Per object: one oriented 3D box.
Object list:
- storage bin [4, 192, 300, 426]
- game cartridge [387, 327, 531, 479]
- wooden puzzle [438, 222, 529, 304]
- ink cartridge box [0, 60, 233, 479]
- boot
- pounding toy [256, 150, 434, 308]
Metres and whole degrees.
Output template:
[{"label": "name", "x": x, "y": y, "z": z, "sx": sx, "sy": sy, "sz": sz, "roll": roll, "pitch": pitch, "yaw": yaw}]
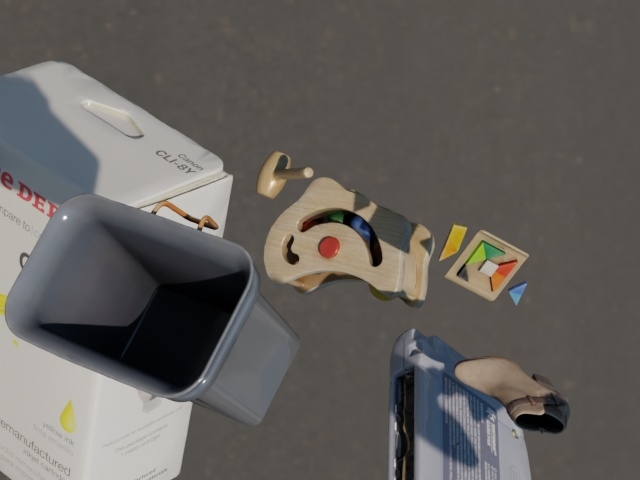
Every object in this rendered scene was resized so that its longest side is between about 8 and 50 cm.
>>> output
[{"label": "storage bin", "x": -0.077, "y": 0.038, "z": 0.853, "sx": 0.098, "sy": 0.135, "sz": 0.091, "roll": -63, "pitch": 147, "yaw": -13}, {"label": "game cartridge", "x": 0.155, "y": 0.256, "z": 1.782, "sx": 0.196, "sy": 0.060, "sz": 0.294, "roll": 33, "pitch": 39, "yaw": -27}, {"label": "wooden puzzle", "x": 0.178, "y": 0.028, "z": 1.765, "sx": 0.116, "sy": 0.014, "sz": 0.078, "roll": 20, "pitch": 118, "yaw": -19}, {"label": "ink cartridge box", "x": -0.264, "y": 0.051, "z": 1.669, "sx": 0.160, "sy": 0.279, "sz": 0.385, "roll": -23, "pitch": 135, "yaw": -45}, {"label": "boot", "x": 0.197, "y": 0.160, "z": 1.667, "sx": 0.087, "sy": 0.118, "sz": 0.042, "roll": -90, "pitch": -170, "yaw": -64}, {"label": "pounding toy", "x": 0.000, "y": 0.000, "z": 2.072, "sx": 0.155, "sy": 0.269, "sz": 0.154, "roll": 23, "pitch": 94, "yaw": -56}]
